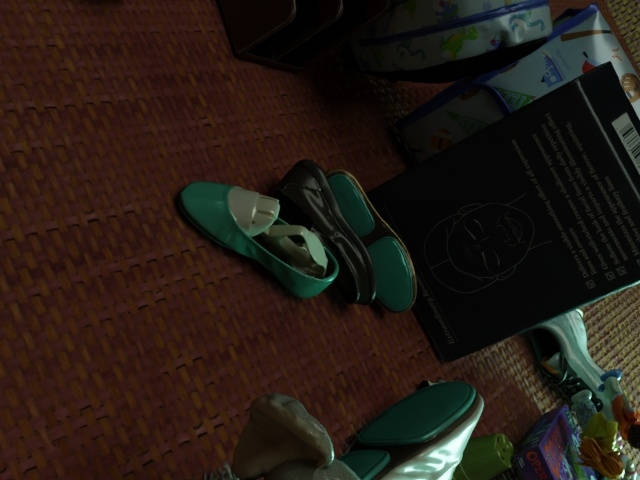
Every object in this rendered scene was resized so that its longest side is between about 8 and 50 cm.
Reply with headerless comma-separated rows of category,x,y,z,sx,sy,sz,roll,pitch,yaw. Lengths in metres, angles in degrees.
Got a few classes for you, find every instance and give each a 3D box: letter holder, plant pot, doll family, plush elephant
letter holder,-0.046,-0.440,1.626,0.152,0.214,0.302,4,63,-54
plant pot,0.235,0.313,1.575,0.083,0.079,0.083,35,41,-37
doll family,0.451,0.343,1.720,0.163,0.118,0.263,-105,178,-48
plush elephant,-0.052,0.299,1.007,0.272,0.255,0.330,47,34,-17

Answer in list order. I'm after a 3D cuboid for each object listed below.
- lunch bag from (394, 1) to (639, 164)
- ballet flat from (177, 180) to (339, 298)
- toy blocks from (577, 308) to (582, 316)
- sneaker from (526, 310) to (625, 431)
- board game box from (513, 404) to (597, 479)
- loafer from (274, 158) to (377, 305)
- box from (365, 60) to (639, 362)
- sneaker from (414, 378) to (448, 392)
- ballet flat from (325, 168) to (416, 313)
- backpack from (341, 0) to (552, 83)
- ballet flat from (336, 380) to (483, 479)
lunch bag,0.365,-0.166,1.858,0.328,0.385,0.239,59,3,-6
ballet flat,-0.066,-0.013,1.391,0.247,0.087,0.083,38,39,-32
toy blocks,0.444,0.070,2.081,0.123,0.054,0.148,34,41,-37
sneaker,0.444,0.241,1.927,0.108,0.100,0.271,-24,83,-44
board game box,0.386,0.383,1.690,0.208,0.056,0.347,62,17,7
loafer,0.000,0.000,1.503,0.078,0.080,0.220,-30,93,-25
box,0.311,-0.040,1.653,0.293,0.395,0.212,62,31,-1
sneaker,0.163,0.216,1.592,0.037,0.032,0.083,60,31,-3
ballet flat,0.074,-0.003,1.600,0.232,0.080,0.073,63,2,-2
backpack,0.204,-0.351,1.679,0.355,0.290,0.273,-121,-157,-65
ballet flat,0.087,0.300,1.357,0.400,0.139,0.139,-25,87,-54
